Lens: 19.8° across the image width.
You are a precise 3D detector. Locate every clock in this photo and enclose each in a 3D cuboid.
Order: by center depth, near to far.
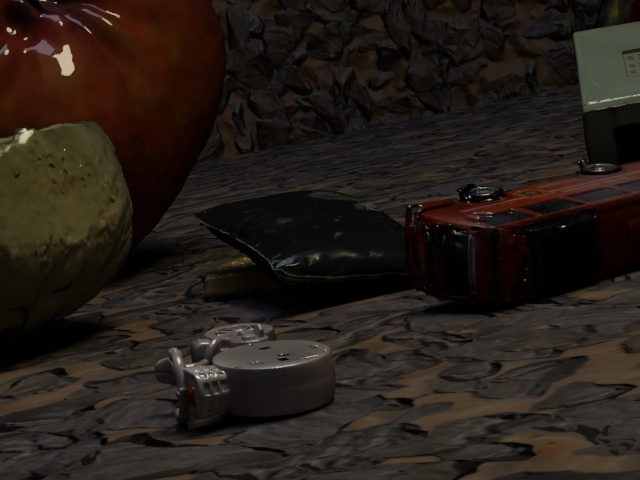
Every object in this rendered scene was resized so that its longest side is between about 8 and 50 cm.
[{"bbox_3d":[-0.045,0.070,1.004,0.087,0.041,0.129,-9,11,-16],"label":"clock"}]

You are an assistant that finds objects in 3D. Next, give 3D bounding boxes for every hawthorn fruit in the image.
[{"bbox_3d":[-0.338,-0.141,1.761,0.472,0.471,0.472,-10,7,1],"label":"hawthorn fruit"}]

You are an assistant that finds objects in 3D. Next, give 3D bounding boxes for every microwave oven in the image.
[{"bbox_3d":[0.305,-0.094,1.386,0.208,0.122,0.162,-9,29,10],"label":"microwave oven"}]

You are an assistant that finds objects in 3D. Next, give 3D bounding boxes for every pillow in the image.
[{"bbox_3d":[0.000,0.000,1.391,0.141,0.055,0.208,-2,15,-20],"label":"pillow"}]

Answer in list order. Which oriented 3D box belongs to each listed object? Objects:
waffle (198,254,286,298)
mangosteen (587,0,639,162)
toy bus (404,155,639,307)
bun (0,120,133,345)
[{"bbox_3d":[-0.045,0.025,1.482,0.092,0.021,0.135,-6,7,23],"label":"waffle"},{"bbox_3d":[0.319,-0.126,1.565,0.289,0.231,0.231,-51,17,-11],"label":"mangosteen"},{"bbox_3d":[0.170,-0.009,1.235,0.235,0.073,0.096,-14,14,-33],"label":"toy bus"},{"bbox_3d":[-0.259,0.011,1.365,0.259,0.152,0.259,-22,3,1],"label":"bun"}]
